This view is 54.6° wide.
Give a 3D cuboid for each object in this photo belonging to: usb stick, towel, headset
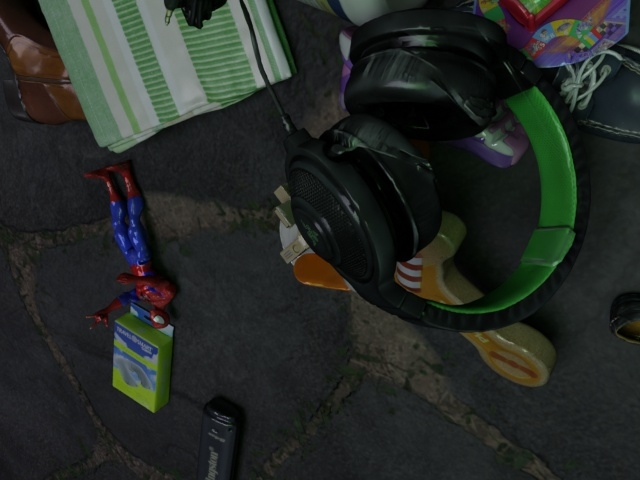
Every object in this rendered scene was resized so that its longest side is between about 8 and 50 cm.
[{"bbox_3d":[-0.186,0.401,1.106,0.077,0.045,0.278,24,120,23],"label":"usb stick"},{"bbox_3d":[-0.208,-0.273,0.814,0.324,0.038,0.248,-15,101,26],"label":"towel"},{"bbox_3d":[0.063,-0.086,0.480,0.394,0.243,0.185,31,168,-14],"label":"headset"}]

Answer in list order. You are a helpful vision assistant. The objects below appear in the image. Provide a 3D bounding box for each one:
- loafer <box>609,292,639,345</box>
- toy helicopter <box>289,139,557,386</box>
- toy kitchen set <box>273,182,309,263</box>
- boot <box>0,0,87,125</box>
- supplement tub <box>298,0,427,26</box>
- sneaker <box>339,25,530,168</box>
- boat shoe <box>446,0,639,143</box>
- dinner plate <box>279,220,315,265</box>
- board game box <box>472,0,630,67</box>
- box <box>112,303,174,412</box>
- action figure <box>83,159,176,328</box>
[{"bbox_3d":[0.375,0.094,0.609,0.170,0.061,0.062,1,109,32],"label":"loafer"},{"bbox_3d":[0.107,0.044,0.697,0.355,0.140,0.235,41,151,-2],"label":"toy helicopter"},{"bbox_3d":[-0.046,-0.020,0.806,0.075,0.068,0.083,-39,86,38],"label":"toy kitchen set"},{"bbox_3d":[-0.375,-0.294,0.911,0.280,0.096,0.264,7,109,28],"label":"boot"},{"bbox_3d":[-0.030,-0.355,0.578,0.316,0.228,0.228,29,122,20],"label":"supplement tub"},{"bbox_3d":[0.110,-0.139,0.671,0.236,0.095,0.104,37,131,21],"label":"sneaker"},{"bbox_3d":[0.227,-0.161,0.587,0.254,0.079,0.095,36,123,15],"label":"boat shoe"},{"bbox_3d":[0.000,0.000,0.840,0.141,0.017,0.141,14,117,29],"label":"dinner plate"},{"bbox_3d":[0.202,-0.237,0.545,0.133,0.033,0.169,5,78,22],"label":"board game box"},{"bbox_3d":[-0.320,0.212,1.116,0.109,0.042,0.178,25,122,22],"label":"box"},{"bbox_3d":[-0.321,0.028,0.986,0.091,0.139,0.280,-9,107,36],"label":"action figure"}]
